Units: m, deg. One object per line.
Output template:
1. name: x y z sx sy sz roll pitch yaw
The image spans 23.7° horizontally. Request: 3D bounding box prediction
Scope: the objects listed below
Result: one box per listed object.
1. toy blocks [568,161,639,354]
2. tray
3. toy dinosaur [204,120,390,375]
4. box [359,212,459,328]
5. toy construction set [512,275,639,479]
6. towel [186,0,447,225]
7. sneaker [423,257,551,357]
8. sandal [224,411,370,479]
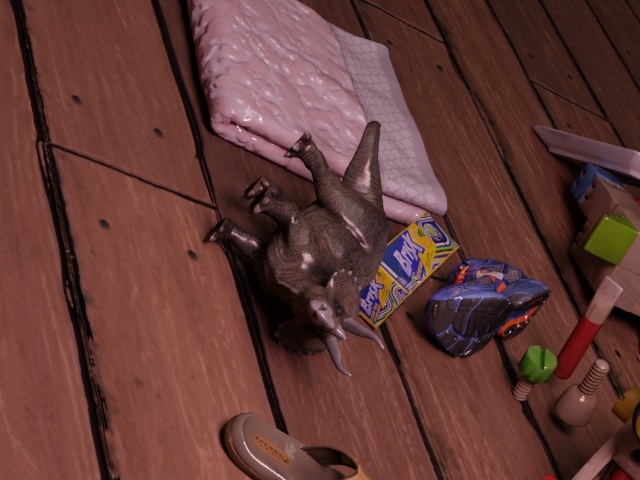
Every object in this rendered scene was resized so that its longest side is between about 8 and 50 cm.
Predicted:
1. toy blocks: 0.467 0.034 1.969 0.381 0.190 0.261 25 19 -15
2. tray: 0.405 -0.102 2.076 0.145 0.030 0.270 22 2 -25
3. toy dinosaur: 0.000 0.000 1.430 0.160 0.121 0.313 46 34 -10
4. box: 0.083 0.029 1.558 0.054 0.059 0.169 44 27 4
5. toy construction set: 0.329 0.154 1.478 0.258 0.237 0.309 0 42 -28
6. towel: -0.013 -0.180 1.732 0.317 0.053 0.331 25 32 -31
7. sneaker: 0.160 0.064 1.613 0.087 0.083 0.221 40 19 22
8. sandal: 0.004 0.191 1.239 0.180 0.049 0.072 36 28 -14
